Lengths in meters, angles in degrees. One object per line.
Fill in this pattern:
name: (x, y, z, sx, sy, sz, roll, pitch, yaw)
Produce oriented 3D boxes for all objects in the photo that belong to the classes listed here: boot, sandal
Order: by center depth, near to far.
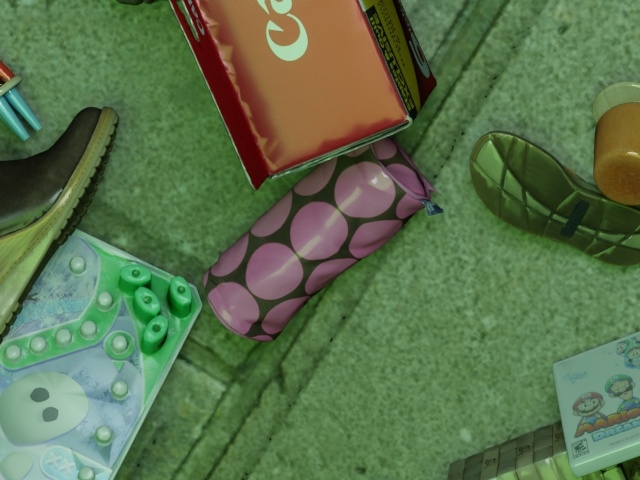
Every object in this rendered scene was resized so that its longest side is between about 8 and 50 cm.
boot: (-0.308, -0.050, 1.687, 0.207, 0.090, 0.248, 30, 75, 2)
sandal: (0.203, -0.036, 1.694, 0.180, 0.049, 0.072, 26, 112, -13)

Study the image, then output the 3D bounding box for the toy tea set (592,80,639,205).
toy tea set: (0.392, -0.072, 1.640, 0.336, 0.124, 0.200, 23, 135, 0)

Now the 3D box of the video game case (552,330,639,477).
video game case: (0.275, 0.123, 1.669, 0.157, 0.143, 0.019, -22, 120, 13)

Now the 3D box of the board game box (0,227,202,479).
board game box: (-0.354, 0.122, 1.701, 0.390, 0.050, 0.390, 26, 71, 2)

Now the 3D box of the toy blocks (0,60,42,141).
toy blocks: (-0.326, -0.128, 1.747, 0.123, 0.054, 0.148, -37, 96, 14)

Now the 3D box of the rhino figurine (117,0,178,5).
rhino figurine: (-0.180, -0.303, 1.656, 0.073, 0.106, 0.243, -21, 99, 12)

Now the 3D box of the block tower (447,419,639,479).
block tower: (0.262, 0.192, 1.713, 0.335, 0.097, 0.091, -22, 99, 11)

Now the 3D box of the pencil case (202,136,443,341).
pencil case: (0.000, 0.000, 1.711, 0.209, 0.098, 0.095, -39, 63, 17)

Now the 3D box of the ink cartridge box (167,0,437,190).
ink cartridge box: (-0.035, -0.218, 1.569, 0.130, 0.272, 0.309, -22, 99, 13)
